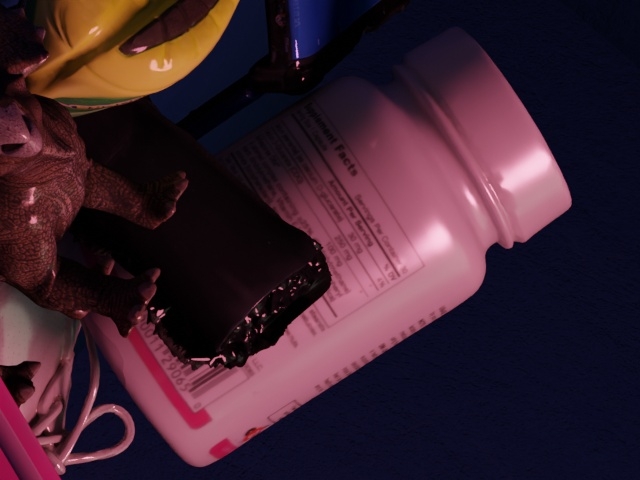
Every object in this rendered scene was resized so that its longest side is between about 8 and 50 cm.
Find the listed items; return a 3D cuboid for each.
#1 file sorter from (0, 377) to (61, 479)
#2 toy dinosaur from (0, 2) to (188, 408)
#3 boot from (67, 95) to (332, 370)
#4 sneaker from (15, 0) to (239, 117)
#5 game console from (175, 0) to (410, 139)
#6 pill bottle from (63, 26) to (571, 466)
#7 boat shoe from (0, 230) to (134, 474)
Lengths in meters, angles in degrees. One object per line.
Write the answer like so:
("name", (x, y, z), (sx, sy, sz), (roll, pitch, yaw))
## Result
("file sorter", (-0.203, 0.165, 0.576), (0.291, 0.202, 0.182), (-31, 173, -13))
("toy dinosaur", (-0.164, -0.005, 0.759), (0.313, 0.160, 0.121), (-36, -152, 46))
("boot", (-0.091, -0.024, 0.952), (0.094, 0.207, 0.246), (-46, 180, 2))
("sneaker", (-0.065, -0.157, 0.855), (0.123, 0.109, 0.295), (-25, -163, 43))
("game console", (-0.052, -0.176, 1.176), (0.293, 0.173, 0.250), (-51, 139, -66))
("pill bottle", (0.000, 0.000, 1.073), (0.283, 0.160, 0.160), (-32, 180, -1))
("boat shoe", (-0.210, 0.132, 1.181), (0.136, 0.156, 0.367), (-13, 142, -36))
